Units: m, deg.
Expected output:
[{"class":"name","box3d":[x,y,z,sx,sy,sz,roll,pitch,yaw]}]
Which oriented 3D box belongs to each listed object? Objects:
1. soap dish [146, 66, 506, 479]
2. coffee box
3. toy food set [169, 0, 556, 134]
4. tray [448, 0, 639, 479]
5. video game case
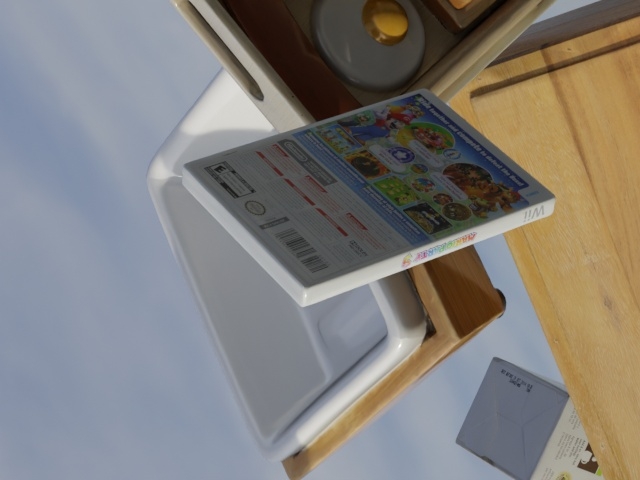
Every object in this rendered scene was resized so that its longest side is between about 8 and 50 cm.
[{"class":"soap dish","box3d":[0.000,0.000,1.356,0.118,0.229,0.291,-6,-117,-38]},{"class":"coffee box","box3d":[0.275,0.209,1.753,0.246,0.098,0.141,23,-178,-27]},{"class":"toy food set","box3d":[0.035,-0.187,1.049,0.220,0.092,0.306,50,-125,-4]},{"class":"tray","box3d":[0.254,0.033,1.257,0.411,0.202,0.076,65,-159,-19]},{"class":"video game case","box3d":[0.019,-0.020,0.718,0.087,0.122,0.011,44,141,38]}]
